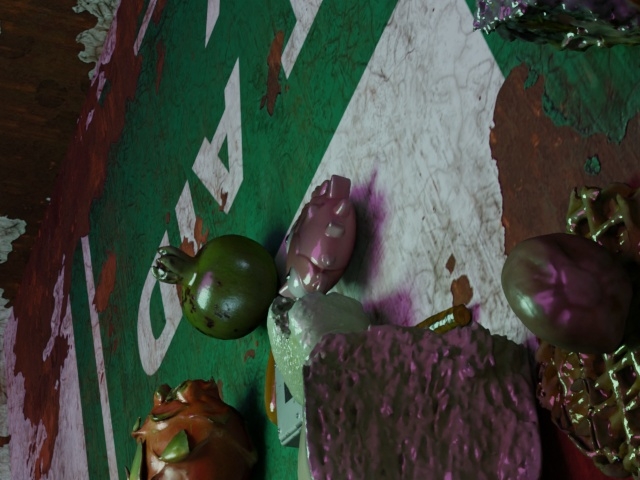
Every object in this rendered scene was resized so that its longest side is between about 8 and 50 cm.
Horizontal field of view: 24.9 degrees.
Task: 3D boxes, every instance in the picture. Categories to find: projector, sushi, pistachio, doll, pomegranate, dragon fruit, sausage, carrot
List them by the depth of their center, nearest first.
[{"bbox_3d":[0.239,0.049,1.430,0.108,0.126,0.185,-37,26,-5],"label":"pistachio"},{"bbox_3d":[0.266,-0.279,1.565,0.274,0.184,0.139,-178,99,-68],"label":"sushi"},{"bbox_3d":[0.142,0.123,1.884,0.171,0.042,0.042,-39,46,55],"label":"carrot"},{"bbox_3d":[0.000,0.000,2.186,0.262,0.093,0.211,-88,21,-50],"label":"doll"},{"bbox_3d":[-0.024,0.228,2.202,0.115,0.061,0.147,-45,42,52],"label":"projector"},{"bbox_3d":[-0.061,0.215,2.300,0.062,0.054,0.183,141,137,-56],"label":"sausage"},{"bbox_3d":[-0.216,0.354,2.409,0.224,0.224,0.227,-57,39,44],"label":"dragon fruit"},{"bbox_3d":[-0.167,0.061,2.434,0.179,0.210,0.179,-32,19,13],"label":"pomegranate"}]

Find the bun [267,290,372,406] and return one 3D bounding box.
[{"bbox_3d":[0.010,0.149,2.057,0.212,0.127,0.203,-134,33,-53],"label":"bun"}]

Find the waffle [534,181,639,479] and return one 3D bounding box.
[{"bbox_3d":[0.303,0.086,1.476,0.317,0.073,0.297,-145,67,-65],"label":"waffle"}]

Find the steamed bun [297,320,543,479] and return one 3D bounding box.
[{"bbox_3d":[0.082,0.232,1.663,0.273,0.272,0.290,127,161,-53],"label":"steamed bun"}]
